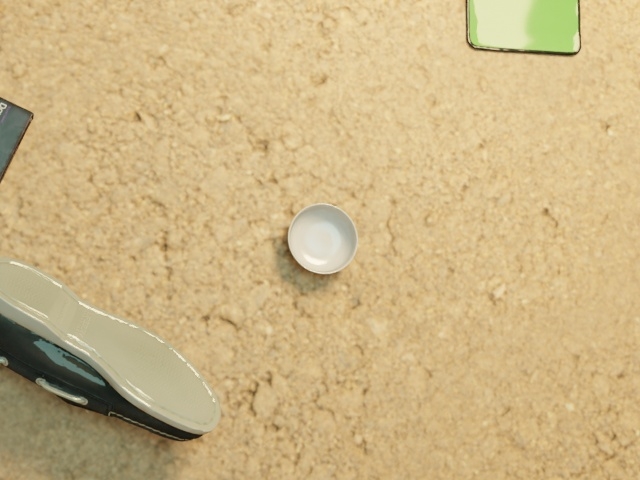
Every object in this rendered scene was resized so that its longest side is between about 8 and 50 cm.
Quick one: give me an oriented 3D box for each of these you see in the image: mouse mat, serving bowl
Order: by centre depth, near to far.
[{"bbox_3d":[0.000,0.000,1.695,0.083,0.027,0.083,2,80,-14],"label":"serving bowl"},{"bbox_3d":[0.253,-0.326,1.827,0.153,0.007,0.189,2,81,-13],"label":"mouse mat"}]

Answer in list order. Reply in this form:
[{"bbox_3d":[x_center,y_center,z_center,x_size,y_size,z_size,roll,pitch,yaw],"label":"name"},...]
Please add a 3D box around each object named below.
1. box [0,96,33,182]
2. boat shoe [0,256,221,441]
[{"bbox_3d":[-0.415,-0.124,1.616,0.162,0.029,0.116,25,75,-9],"label":"box"},{"bbox_3d":[-0.250,0.132,1.581,0.302,0.091,0.114,36,30,-4],"label":"boat shoe"}]
